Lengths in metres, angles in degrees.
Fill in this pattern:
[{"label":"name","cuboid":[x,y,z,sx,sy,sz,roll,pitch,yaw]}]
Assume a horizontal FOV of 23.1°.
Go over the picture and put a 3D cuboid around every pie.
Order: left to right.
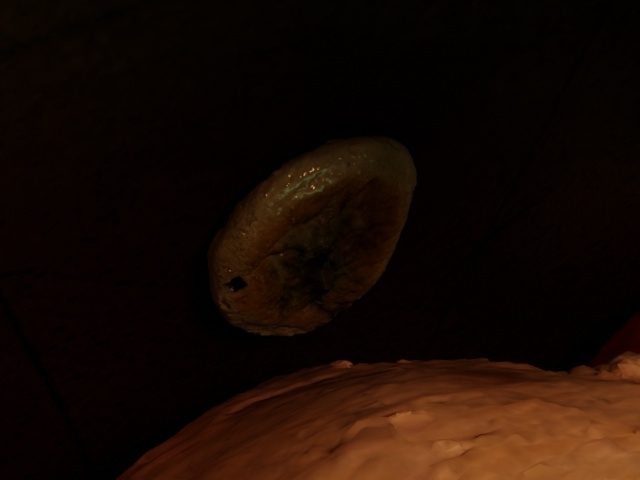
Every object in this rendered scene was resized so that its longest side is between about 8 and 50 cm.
[{"label":"pie","cuboid":[-0.001,0.001,0.513,0.084,0.021,0.084,-29,145,-22]}]

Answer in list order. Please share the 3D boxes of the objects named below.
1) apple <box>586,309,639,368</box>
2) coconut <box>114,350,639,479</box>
[{"label":"apple","cuboid":[0.204,0.123,0.722,0.230,0.230,0.230,-29,146,-22]},{"label":"coconut","cuboid":[0.065,0.210,0.496,0.404,0.404,0.405,-29,146,-22]}]
